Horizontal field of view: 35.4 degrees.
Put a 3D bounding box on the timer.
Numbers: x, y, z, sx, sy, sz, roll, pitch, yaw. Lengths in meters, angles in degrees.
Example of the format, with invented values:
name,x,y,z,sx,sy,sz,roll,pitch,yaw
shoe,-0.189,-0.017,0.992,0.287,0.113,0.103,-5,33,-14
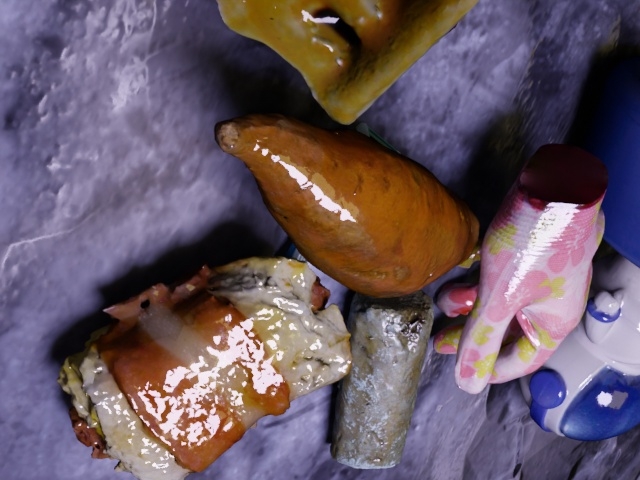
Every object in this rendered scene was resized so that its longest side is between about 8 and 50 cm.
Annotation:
name,x,y,z,sx,sy,sz,roll,pitch,yaw
timer,0.323,0.045,0.982,0.270,0.270,0.383,-4,130,-38

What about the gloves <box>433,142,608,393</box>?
name,x,y,z,sx,sy,sz,roll,pitch,yaw
gloves,0.176,0.041,0.877,0.126,0.145,0.241,1,129,-4

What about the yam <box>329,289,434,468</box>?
name,x,y,z,sx,sy,sz,roll,pitch,yaw
yam,0.051,0.125,0.893,0.078,0.078,0.179,-8,119,-36

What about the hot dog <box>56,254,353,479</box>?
name,x,y,z,sx,sy,sz,roll,pitch,yaw
hot dog,-0.085,0.088,0.738,0.213,0.103,0.146,-28,110,-14

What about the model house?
name,x,y,z,sx,sy,sz,roll,pitch,yaw
model house,0.025,-0.243,0.608,0.239,0.173,0.268,40,83,-13

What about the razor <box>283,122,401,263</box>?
name,x,y,z,sx,sy,sz,roll,pitch,yaw
razor,-0.003,-0.002,0.803,0.191,0.037,0.068,-59,145,1

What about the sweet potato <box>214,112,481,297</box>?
name,x,y,z,sx,sy,sz,roll,pitch,yaw
sweet potato,0.038,-0.015,0.716,0.359,0.112,0.112,25,96,-55
